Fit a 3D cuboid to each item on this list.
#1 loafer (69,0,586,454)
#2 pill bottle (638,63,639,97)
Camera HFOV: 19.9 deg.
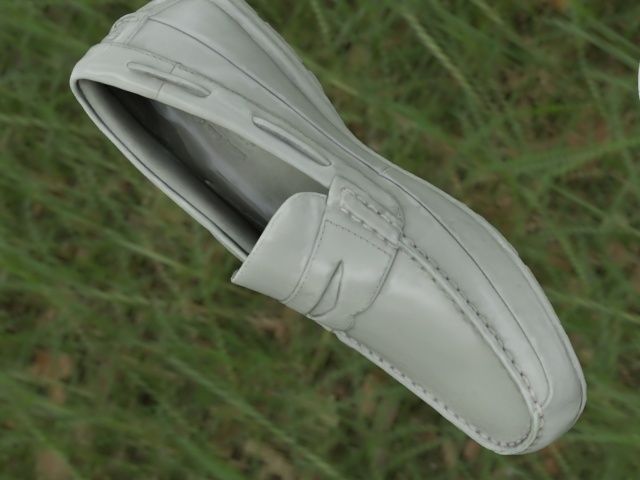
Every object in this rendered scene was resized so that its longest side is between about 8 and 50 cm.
[{"bbox_3d":[0.000,0.000,0.953,0.319,0.111,0.112,43,139,12],"label":"loafer"},{"bbox_3d":[0.331,-0.142,1.184,0.181,0.323,0.181,17,120,31],"label":"pill bottle"}]
